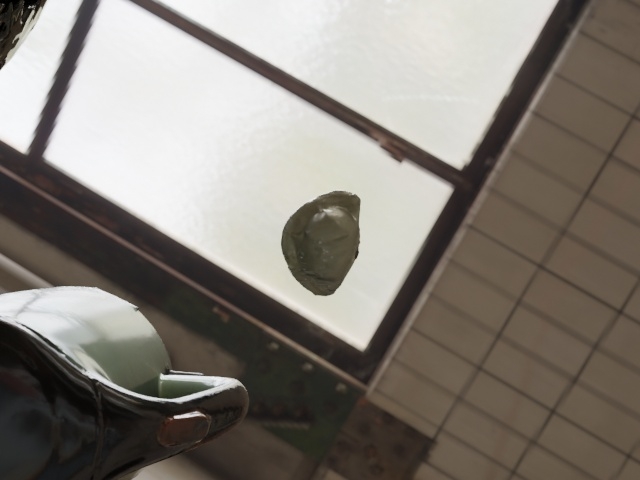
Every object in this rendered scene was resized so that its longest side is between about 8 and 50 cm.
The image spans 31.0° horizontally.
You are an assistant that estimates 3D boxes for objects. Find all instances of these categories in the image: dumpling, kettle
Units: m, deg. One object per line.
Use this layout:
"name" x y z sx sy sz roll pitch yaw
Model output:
"dumpling" 0.000 0.001 0.872 0.043 0.059 0.077 -78 7 -62
"kettle" -0.168 0.109 0.757 0.255 0.240 0.165 66 -158 -86

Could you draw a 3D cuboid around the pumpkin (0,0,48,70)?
"pumpkin" -0.347 -0.293 0.801 0.454 0.344 0.454 6 -90 -75
